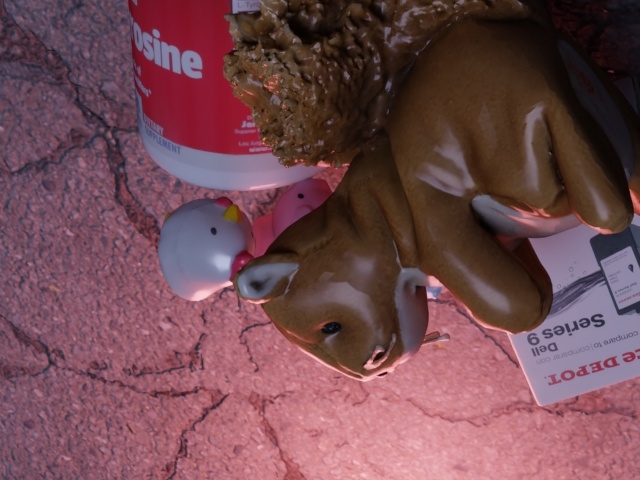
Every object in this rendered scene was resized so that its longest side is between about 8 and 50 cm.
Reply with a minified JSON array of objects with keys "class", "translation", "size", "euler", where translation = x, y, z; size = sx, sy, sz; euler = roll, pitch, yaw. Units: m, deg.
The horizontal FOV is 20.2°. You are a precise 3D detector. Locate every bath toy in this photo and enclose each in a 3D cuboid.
[{"class":"bath toy","translation":[0.000,0.000,1.882],"size":[0.129,0.348,0.151],"euler":[16,104,55]}]

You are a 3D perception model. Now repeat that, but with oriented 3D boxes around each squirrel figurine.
[{"class":"squirrel figurine","translation":[0.076,-0.073,1.662],"size":[0.370,0.281,0.397],"euler":[-33,89,21]}]

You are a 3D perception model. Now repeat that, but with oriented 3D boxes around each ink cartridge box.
[{"class":"ink cartridge box","translation":[0.275,0.004,1.863],"size":[0.211,0.121,0.289],"euler":[-19,115,14]}]

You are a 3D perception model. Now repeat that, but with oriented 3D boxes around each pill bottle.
[{"class":"pill bottle","translation":[-0.079,-0.273,1.780],"size":[0.229,0.229,0.407],"euler":[11,126,16]}]
